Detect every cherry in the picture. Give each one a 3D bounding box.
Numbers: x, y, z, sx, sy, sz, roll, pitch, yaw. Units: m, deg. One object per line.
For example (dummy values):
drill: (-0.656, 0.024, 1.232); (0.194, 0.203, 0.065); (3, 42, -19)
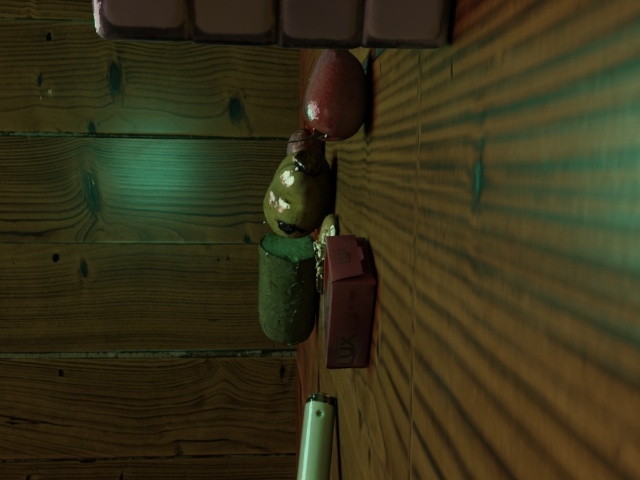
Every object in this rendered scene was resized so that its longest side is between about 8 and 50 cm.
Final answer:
cherry: (0.021, -0.182, 0.850); (0.106, 0.086, 0.126); (-84, 15, -65)
cherry: (-0.033, -0.247, 1.598); (0.107, 0.090, 0.226); (78, -165, -46)

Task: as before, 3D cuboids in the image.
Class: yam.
yam: (-0.085, 0.120, 1.713); (0.168, 0.168, 0.304); (-95, 8, -51)

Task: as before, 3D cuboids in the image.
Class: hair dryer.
hair dryer: (-0.013, 0.429, 1.163); (0.203, 0.128, 0.362); (94, -178, -53)

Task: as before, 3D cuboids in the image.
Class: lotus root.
lotus root: (-0.043, -0.090, 1.349); (0.257, 0.140, 0.154); (118, 167, -59)

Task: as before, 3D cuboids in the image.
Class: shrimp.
shrimp: (0.019, 0.030, 1.247); (0.095, 0.045, 0.163); (-163, 78, -64)

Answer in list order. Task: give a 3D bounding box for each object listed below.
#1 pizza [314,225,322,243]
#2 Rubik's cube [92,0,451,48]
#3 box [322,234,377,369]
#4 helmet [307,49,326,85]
pizza: (0.000, 0.015, 1.466); (0.100, 0.029, 0.099); (-95, 6, -53)
Rubik's cube: (-0.038, -0.298, 0.507); (0.256, 0.258, 0.253); (-98, 8, -64)
box: (0.034, 0.080, 0.850); (0.111, 0.060, 0.156); (-95, 7, -60)
helmet: (0.020, -0.281, 1.098); (0.084, 0.049, 0.065); (-62, -22, 16)
